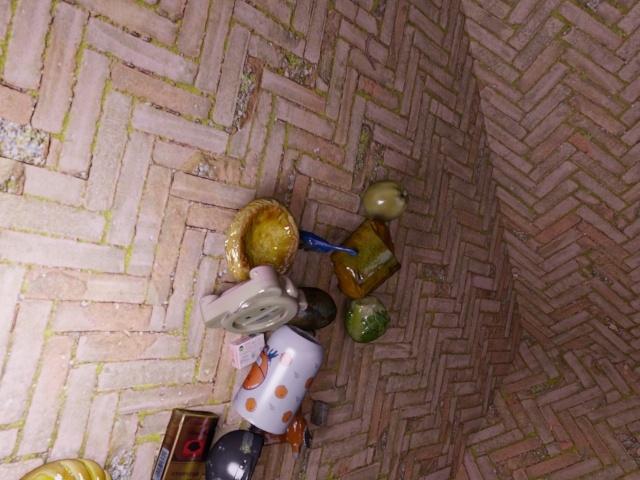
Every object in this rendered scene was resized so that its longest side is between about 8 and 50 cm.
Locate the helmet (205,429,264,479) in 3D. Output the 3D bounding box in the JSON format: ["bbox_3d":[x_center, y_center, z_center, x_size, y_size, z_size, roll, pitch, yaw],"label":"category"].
[{"bbox_3d":[-0.293,0.733,1.688,0.279,0.160,0.231,-61,175,-75],"label":"helmet"}]

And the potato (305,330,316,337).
[{"bbox_3d":[-0.087,0.362,1.976,0.096,0.066,0.103,-48,149,18],"label":"potato"}]

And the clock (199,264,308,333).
[{"bbox_3d":[-0.202,0.208,1.684,0.309,0.283,0.114,32,31,-59],"label":"clock"}]

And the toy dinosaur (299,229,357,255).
[{"bbox_3d":[0.000,0.000,1.943,0.247,0.188,0.075,42,56,-42],"label":"toy dinosaur"}]

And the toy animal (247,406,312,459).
[{"bbox_3d":[-0.108,0.665,1.991,0.302,0.224,0.284,66,27,-47],"label":"toy animal"}]

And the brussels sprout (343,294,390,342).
[{"bbox_3d":[0.194,0.339,2.242,0.223,0.161,0.223,-6,105,-25],"label":"brussels sprout"}]

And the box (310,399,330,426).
[{"bbox_3d":[0.000,0.709,2.131,0.045,0.062,0.098,14,86,-48],"label":"box"}]

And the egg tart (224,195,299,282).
[{"bbox_3d":[-0.211,0.007,1.746,0.318,0.128,0.319,-5,97,-47],"label":"egg tart"}]

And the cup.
[{"bbox_3d":[-0.129,0.460,1.774,0.212,0.212,0.318,32,87,-46],"label":"cup"}]

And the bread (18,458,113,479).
[{"bbox_3d":[-0.647,0.714,1.313,0.332,0.160,0.333,-8,101,-50],"label":"bread"}]

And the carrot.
[{"bbox_3d":[0.197,0.065,2.098,0.340,0.241,0.242,-42,128,-9],"label":"carrot"}]

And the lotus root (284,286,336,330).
[{"bbox_3d":[-0.047,0.255,1.949,0.274,0.151,0.160,6,85,-50],"label":"lotus root"}]

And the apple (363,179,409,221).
[{"bbox_3d":[0.283,-0.173,2.253,0.200,0.200,0.200,-9,102,-48],"label":"apple"}]

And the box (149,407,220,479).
[{"bbox_3d":[-0.422,0.659,1.634,0.159,0.071,0.240,27,75,-45],"label":"box"}]

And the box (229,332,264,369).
[{"bbox_3d":[-0.252,0.381,1.810,0.125,0.043,0.089,-17,108,-46],"label":"box"}]
